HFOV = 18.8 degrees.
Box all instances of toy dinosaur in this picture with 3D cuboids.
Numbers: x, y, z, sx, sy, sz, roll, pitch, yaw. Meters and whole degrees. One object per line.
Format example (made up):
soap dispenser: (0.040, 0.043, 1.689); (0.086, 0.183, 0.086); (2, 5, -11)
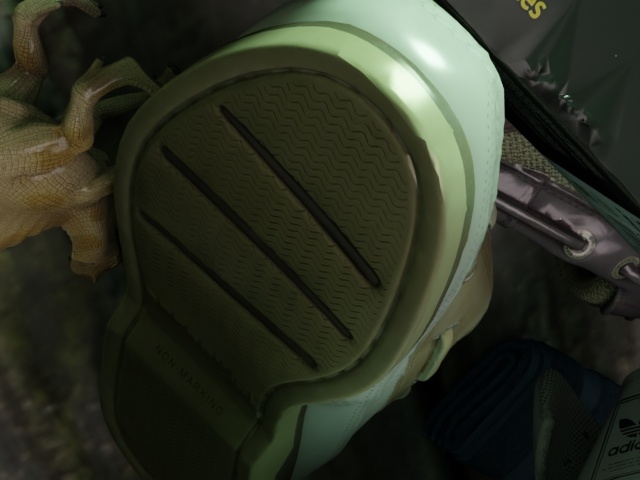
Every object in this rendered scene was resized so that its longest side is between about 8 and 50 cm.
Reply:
toy dinosaur: (-0.097, -0.035, 0.620); (0.092, 0.053, 0.183); (-43, 138, 9)

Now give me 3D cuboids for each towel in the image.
towel: (0.102, 0.083, 0.881); (0.067, 0.029, 0.119); (-48, 137, 12)

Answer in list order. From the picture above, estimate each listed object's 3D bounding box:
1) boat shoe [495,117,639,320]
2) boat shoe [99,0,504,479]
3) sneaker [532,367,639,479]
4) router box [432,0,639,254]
boat shoe: (0.128, -0.015, 0.761); (0.092, 0.103, 0.285); (-42, 133, 21)
boat shoe: (0.000, 0.000, 0.642); (0.103, 0.113, 0.302); (-39, 171, -28)
sneaker: (0.086, 0.118, 0.709); (0.137, 0.210, 0.366); (-14, 145, 39)
router box: (0.132, -0.137, 0.588); (0.243, 0.081, 0.309); (-49, 125, 0)
